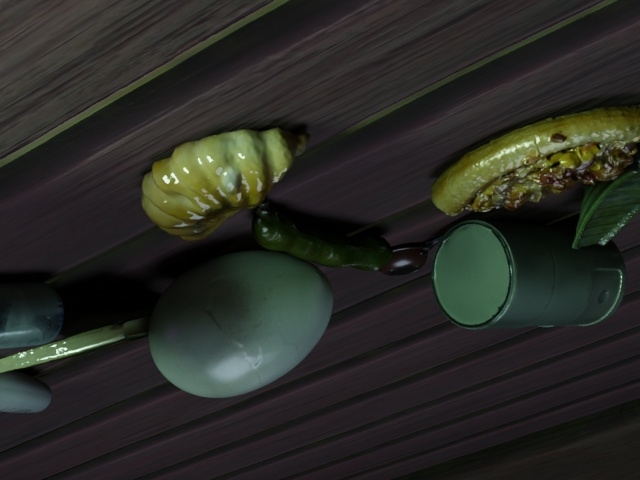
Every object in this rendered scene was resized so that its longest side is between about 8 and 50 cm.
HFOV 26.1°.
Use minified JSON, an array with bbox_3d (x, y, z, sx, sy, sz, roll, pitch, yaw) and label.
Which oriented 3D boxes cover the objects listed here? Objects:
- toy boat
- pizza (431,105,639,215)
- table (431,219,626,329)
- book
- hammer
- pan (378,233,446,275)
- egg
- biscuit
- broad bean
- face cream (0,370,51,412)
[{"bbox_3d":[0.354,-0.069,1.498,0.093,0.055,0.293,-6,160,-23],"label":"toy boat"},{"bbox_3d":[0.227,-0.078,1.375,0.246,0.058,0.127,-14,163,9],"label":"pizza"},{"bbox_3d":[0.249,0.041,1.641,0.220,0.126,0.126,1,157,-43],"label":"table"},{"bbox_3d":[-0.254,0.114,1.576,0.160,0.024,0.228,-17,178,12],"label":"book"},{"bbox_3d":[-0.357,0.096,1.485,0.116,0.070,0.194,-4,165,-32],"label":"hammer"},{"bbox_3d":[0.117,0.018,1.644,0.115,0.023,0.068,-24,158,31],"label":"pan"},{"bbox_3d":[-0.086,0.087,1.504,0.209,0.151,0.151,-24,162,-1],"label":"egg"},{"bbox_3d":[-0.097,-0.045,1.244,0.118,0.061,0.183,5,155,-41],"label":"biscuit"},{"bbox_3d":[0.000,0.001,1.477,0.256,0.052,0.053,18,103,-53],"label":"broad bean"},{"bbox_3d":[-0.406,0.189,1.745,0.072,0.051,0.182,-17,163,16],"label":"face cream"}]
